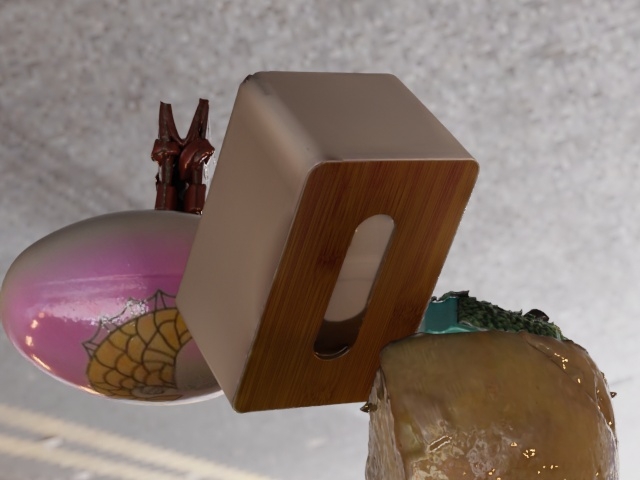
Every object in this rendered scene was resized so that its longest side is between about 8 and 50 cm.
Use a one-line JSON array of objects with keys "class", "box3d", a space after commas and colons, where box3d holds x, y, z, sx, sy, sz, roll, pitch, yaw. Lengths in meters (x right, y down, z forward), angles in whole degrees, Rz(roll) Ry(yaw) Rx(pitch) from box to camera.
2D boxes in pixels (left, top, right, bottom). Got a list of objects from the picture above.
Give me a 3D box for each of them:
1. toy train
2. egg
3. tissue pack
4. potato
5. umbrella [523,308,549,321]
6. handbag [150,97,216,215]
[{"class": "toy train", "box3d": [0.177, 0.154, 1.961, 0.203, 0.163, 0.112, 16, -160, -6]}, {"class": "egg", "box3d": [-0.173, 0.065, 1.772, 0.271, 0.196, 0.196, 0, 162, -11]}, {"class": "tissue pack", "box3d": [-0.001, 0.000, 1.490, 0.159, 0.136, 0.246, -2, 126, -30]}, {"class": "potato", "box3d": [0.147, 0.212, 1.299, 0.211, 0.264, 0.189, -3, 151, -10]}, {"class": "umbrella", "box3d": [0.232, 0.130, 2.297, 0.133, 0.031, 0.036, -38, 156, -15]}, {"class": "handbag", "box3d": [-0.168, -0.005, 2.210, 0.084, 0.260, 0.275, 3, 158, -2]}]
